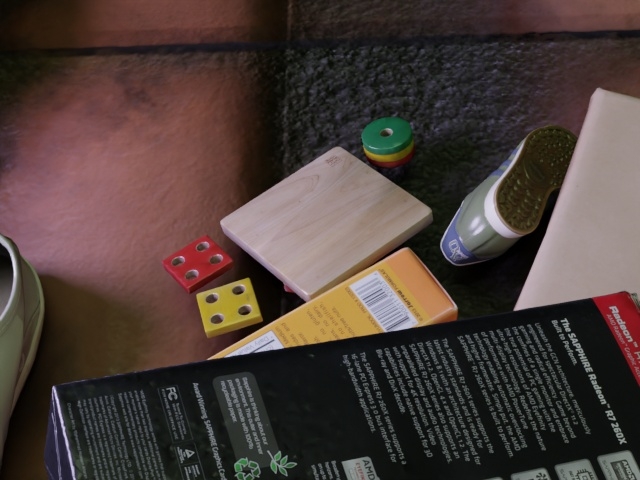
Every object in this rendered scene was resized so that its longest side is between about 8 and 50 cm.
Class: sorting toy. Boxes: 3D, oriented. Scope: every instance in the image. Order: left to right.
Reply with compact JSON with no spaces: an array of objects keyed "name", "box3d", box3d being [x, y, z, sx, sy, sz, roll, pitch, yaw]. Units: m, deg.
[{"name":"sorting toy","box3d":[0.000,0.000,1.120,0.274,0.046,0.132,-34,45,-21]}]

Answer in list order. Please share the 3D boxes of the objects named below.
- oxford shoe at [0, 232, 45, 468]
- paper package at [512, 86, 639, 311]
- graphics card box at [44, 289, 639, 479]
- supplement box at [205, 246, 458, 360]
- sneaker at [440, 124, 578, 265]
[{"name":"oxford shoe","box3d":[-0.307,0.169,0.978,0.169,0.130,0.449,4,56,3]},{"name":"paper package","box3d":[0.312,0.072,0.986,0.324,0.168,0.310,16,56,16]},{"name":"graphics card box","box3d":[0.051,0.167,0.733,0.370,0.094,0.233,-8,57,-22]},{"name":"supplement box","box3d":[-0.007,0.101,1.040,0.233,0.078,0.080,-27,59,-15]},{"name":"sneaker","box3d":[0.162,-0.037,1.136,0.064,0.086,0.192,51,37,-1]}]
